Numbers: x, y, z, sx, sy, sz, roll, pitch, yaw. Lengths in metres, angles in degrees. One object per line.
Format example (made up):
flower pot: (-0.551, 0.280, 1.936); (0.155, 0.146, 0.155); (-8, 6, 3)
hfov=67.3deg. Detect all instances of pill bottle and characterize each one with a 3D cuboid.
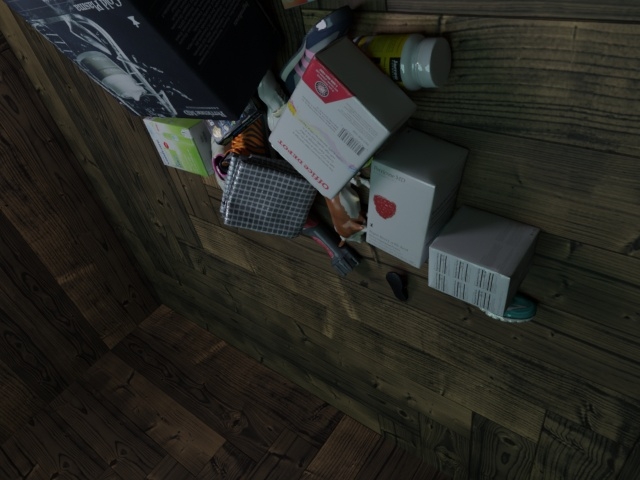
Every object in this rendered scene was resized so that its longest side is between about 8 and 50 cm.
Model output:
pill bottle: (0.170, -0.391, 1.056); (0.208, 0.119, 0.119); (16, 138, 38)

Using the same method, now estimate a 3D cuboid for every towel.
towel: (-0.164, -0.138, 1.527); (0.284, 0.121, 0.235); (11, 122, -20)

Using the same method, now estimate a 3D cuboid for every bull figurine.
bull figurine: (0.095, -0.096, 1.498); (0.188, 0.101, 0.310); (4, 133, 41)

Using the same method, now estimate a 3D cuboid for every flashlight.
flashlight: (0.000, 0.000, 1.715); (0.304, 0.103, 0.103); (47, 174, -6)

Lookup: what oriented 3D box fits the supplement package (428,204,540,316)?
supplement package: (0.408, 0.046, 1.215); (0.203, 0.194, 0.149); (23, 142, 31)

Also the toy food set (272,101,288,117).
toy food set: (-0.019, -0.328, 1.399); (0.128, 0.071, 0.218); (-33, 104, 33)

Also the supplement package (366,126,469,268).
supplement package: (0.240, -0.108, 1.246); (0.177, 0.175, 0.293); (28, 144, 25)

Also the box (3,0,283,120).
box: (-0.439, -0.568, 1.207); (0.480, 0.297, 0.472); (13, 161, 36)

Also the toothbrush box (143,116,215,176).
toothbrush box: (-0.510, -0.380, 1.829); (0.283, 0.122, 0.206); (20, 141, 35)

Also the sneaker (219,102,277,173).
sneaker: (-0.255, -0.326, 1.548); (0.125, 0.180, 0.321); (12, 135, 41)

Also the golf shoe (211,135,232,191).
golf shoe: (-0.338, -0.243, 1.730); (0.115, 0.140, 0.306); (-3, 139, 2)

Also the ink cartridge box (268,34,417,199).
ink cartridge box: (0.038, -0.268, 1.108); (0.226, 0.131, 0.306); (45, 148, -2)

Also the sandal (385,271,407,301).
sandal: (0.268, 0.149, 1.647); (0.067, 0.040, 0.179); (28, 159, 34)

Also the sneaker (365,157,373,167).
sneaker: (0.077, -0.291, 1.270); (0.111, 0.121, 0.300); (23, 142, 30)

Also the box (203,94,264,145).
box: (-0.294, -0.429, 1.462); (0.175, 0.051, 0.220); (-33, 83, 23)

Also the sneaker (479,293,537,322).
sneaker: (0.471, 0.132, 1.339); (0.275, 0.107, 0.110); (31, 136, 20)

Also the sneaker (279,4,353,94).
sneaker: (0.011, -0.438, 1.183); (0.131, 0.112, 0.319); (58, 155, -3)

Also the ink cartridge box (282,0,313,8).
ink cartridge box: (-0.055, -0.638, 1.096); (0.145, 0.045, 0.179); (8, 136, 43)

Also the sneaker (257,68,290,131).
sneaker: (-0.118, -0.411, 1.412); (0.094, 0.080, 0.212); (13, 144, 23)
